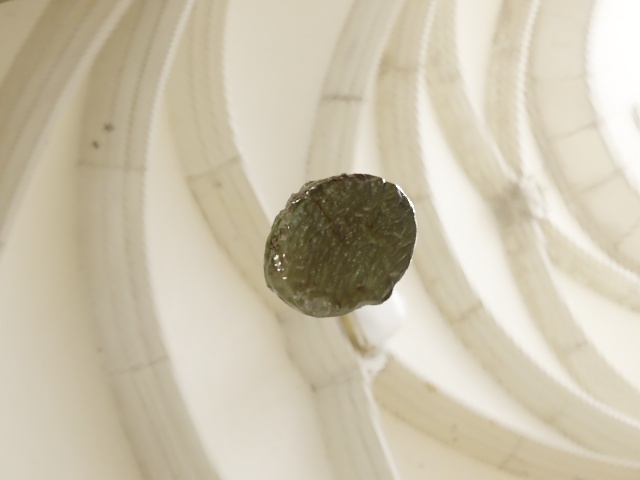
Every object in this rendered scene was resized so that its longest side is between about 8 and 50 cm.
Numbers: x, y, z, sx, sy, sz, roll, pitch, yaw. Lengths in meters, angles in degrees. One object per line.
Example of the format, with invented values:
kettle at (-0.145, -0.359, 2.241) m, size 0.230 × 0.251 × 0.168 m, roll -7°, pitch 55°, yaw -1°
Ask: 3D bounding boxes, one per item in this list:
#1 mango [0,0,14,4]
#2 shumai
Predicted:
mango at (-0.201, -0.230, 1.033) m, size 0.163 × 0.089 × 0.111 m, roll -17°, pitch -76°, yaw -26°
shumai at (0.000, -0.001, 1.052) m, size 0.124 × 0.087 × 0.099 m, roll -14°, pitch -77°, yaw -32°
